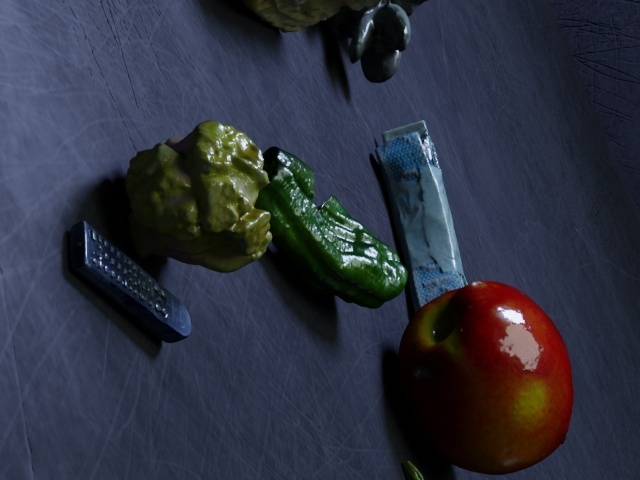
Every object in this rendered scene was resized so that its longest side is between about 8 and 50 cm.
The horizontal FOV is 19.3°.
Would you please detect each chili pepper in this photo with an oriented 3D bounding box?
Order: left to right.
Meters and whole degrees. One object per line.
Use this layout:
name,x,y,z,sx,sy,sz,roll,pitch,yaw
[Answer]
chili pepper,0.000,-0.001,1.907,0.253,0.083,0.099,43,31,-46
chili pepper,0.104,0.275,2.017,0.030,0.017,0.083,50,27,-44

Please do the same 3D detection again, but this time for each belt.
belt,0.132,-0.004,2.300,0.087,0.072,0.302,36,38,-64

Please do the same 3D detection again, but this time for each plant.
plant,0.077,-0.319,2.348,0.146,0.149,0.275,56,26,-37

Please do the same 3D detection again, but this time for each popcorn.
popcorn,-0.103,-0.038,1.568,0.145,0.125,0.126,22,-71,62

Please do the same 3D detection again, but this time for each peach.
peach,0.193,0.159,2.123,0.226,0.190,0.196,50,17,-33

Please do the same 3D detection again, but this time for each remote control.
remote control,-0.152,0.039,1.505,0.152,0.027,0.043,47,35,-48

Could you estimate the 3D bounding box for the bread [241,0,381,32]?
bread,-0.053,-0.436,2.062,0.236,0.165,0.375,28,45,-71
